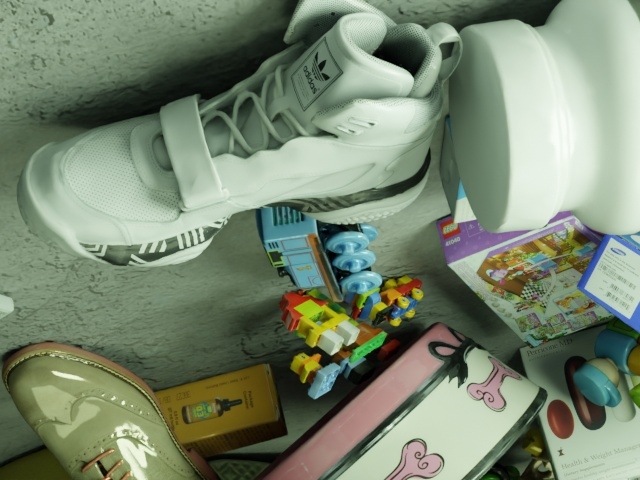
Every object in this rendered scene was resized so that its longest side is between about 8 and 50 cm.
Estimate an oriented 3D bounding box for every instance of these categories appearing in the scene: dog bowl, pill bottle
[{"bbox_3d":[0.056,0.254,1.760,0.408,0.150,0.408,-41,176,-4],"label":"dog bowl"},{"bbox_3d":[0.303,-0.117,1.294,0.363,0.210,0.210,-8,152,-9],"label":"pill bottle"}]

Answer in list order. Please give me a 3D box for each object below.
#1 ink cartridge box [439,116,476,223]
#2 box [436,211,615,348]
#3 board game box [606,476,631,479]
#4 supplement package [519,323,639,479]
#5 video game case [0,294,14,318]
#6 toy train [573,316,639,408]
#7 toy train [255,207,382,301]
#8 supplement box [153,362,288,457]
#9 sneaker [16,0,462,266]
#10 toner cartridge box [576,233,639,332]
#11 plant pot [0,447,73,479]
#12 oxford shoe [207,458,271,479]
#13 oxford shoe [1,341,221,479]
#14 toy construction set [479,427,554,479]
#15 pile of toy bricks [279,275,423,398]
[{"bbox_3d":[0.210,-0.082,1.474,0.181,0.061,0.104,-11,153,-5],"label":"ink cartridge box"},{"bbox_3d":[0.271,0.018,1.691,0.201,0.057,0.293,-22,151,16],"label":"box"},{"bbox_3d":[0.260,0.362,1.910,0.305,0.053,0.193,-15,151,22],"label":"board game box"},{"bbox_3d":[0.375,0.225,1.969,0.194,0.203,0.149,-17,152,5],"label":"supplement package"},{"bbox_3d":[-0.407,0.074,1.528,0.143,0.019,0.157,-29,149,27],"label":"video game case"},{"bbox_3d":[0.414,0.148,1.783,0.143,0.248,0.105,-45,123,-18],"label":"toy train"},{"bbox_3d":[0.000,0.000,1.521,0.105,0.080,0.184,-7,155,7],"label":"toy train"},{"bbox_3d":[-0.160,0.218,1.846,0.233,0.078,0.080,-15,152,4],"label":"supplement box"},{"bbox_3d":[-0.059,-0.096,1.255,0.366,0.137,0.210,-9,152,-21],"label":"sneaker"},{"bbox_3d":[0.431,0.062,1.637,0.348,0.165,0.075,2,121,-51],"label":"toner cartridge box"},{"bbox_3d":[-0.306,0.369,1.944,0.187,0.212,0.212,-42,143,22],"label":"plant pot"},{"bbox_3d":[0.002,0.398,2.146,0.449,0.169,0.130,13,142,-23],"label":"oxford shoe"},{"bbox_3d":[-0.216,0.246,1.717,0.123,0.130,0.348,-36,121,15],"label":"oxford shoe"},{"bbox_3d":[0.350,0.356,2.234,0.309,0.257,0.237,4,-164,-1],"label":"toy construction set"},{"bbox_3d":[0.012,0.086,1.656,0.212,0.105,0.118,-24,144,-54],"label":"pile of toy bricks"}]
